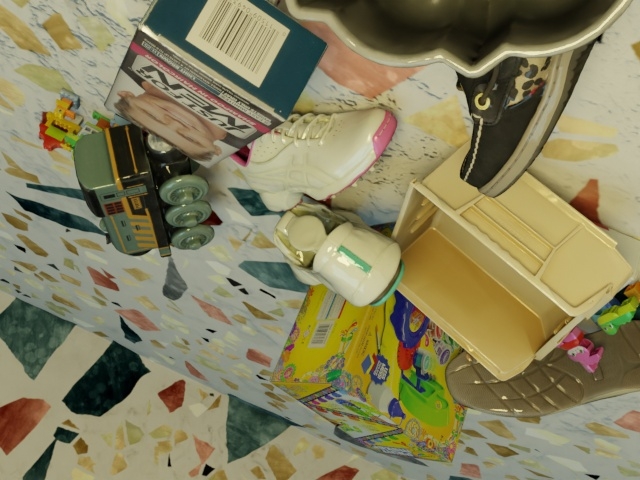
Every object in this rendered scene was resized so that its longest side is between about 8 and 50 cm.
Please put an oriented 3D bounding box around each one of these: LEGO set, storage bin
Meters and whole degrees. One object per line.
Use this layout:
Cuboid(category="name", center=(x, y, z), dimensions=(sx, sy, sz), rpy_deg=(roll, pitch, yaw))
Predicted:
Cuboid(category="LEGO set", center=(0.452, 0.119, 1.027), dimensions=(0.093, 0.087, 0.227), rpy_deg=(49, 143, 3))
Cuboid(category="storage bin", center=(0.229, 0.037, 0.965), dimensions=(0.260, 0.123, 0.262), rpy_deg=(42, 157, 15))

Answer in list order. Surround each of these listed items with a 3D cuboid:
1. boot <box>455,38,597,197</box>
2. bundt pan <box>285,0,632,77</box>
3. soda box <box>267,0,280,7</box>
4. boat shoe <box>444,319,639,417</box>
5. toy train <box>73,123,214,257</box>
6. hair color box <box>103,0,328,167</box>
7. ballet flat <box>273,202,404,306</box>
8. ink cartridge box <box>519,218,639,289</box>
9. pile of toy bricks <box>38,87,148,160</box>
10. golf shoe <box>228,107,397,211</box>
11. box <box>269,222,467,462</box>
Cuboid(category="boot", center=(0.107, -0.213, 0.677), dimensions=(0.284, 0.138, 0.377), rpy_deg=(19, 150, 7))
Cuboid(category="bundt pan", center=(0.097, -0.277, 0.457), dimensions=(0.330, 0.124, 0.331), rpy_deg=(6, 111, 16))
Cuboid(category="soda box", center=(-0.130, -0.322, 0.752), dimensions=(0.216, 0.069, 0.074), rpy_deg=(26, 154, -5))
Cuboid(category="boat shoe", center=(0.376, 0.217, 1.151), dimensions=(0.355, 0.132, 0.130), rpy_deg=(-6, 156, 4))
Cuboid(category="toy train", center=(-0.282, -0.073, 1.190), dimensions=(0.190, 0.142, 0.334), rpy_deg=(-12, 157, -11))
Cuboid(category="hair color box", center=(-0.144, -0.193, 0.871), dimensions=(0.173, 0.105, 0.347), rpy_deg=(31, 167, -17))
Cuboid(category="ballet flat", center=(0.000, 0.000, 1.078), dimensions=(0.139, 0.139, 0.400), rpy_deg=(33, 177, -16))
Cuboid(category="ink cartridge box", center=(0.360, 0.037, 1.015), dimensions=(0.109, 0.063, 0.150), rpy_deg=(23, 155, 4))
Cuboid(category="pile of toy bricks", center=(-0.377, -0.160, 1.215), dimensions=(0.212, 0.105, 0.118), rpy_deg=(26, 154, -5))
Cuboid(category="golf shoe", center=(-0.027, -0.125, 0.987), dimensions=(0.140, 0.115, 0.306), rpy_deg=(40, 149, -23))
Cuboid(category="box", center=(0.115, 0.173, 1.214), dimensions=(0.279, 0.290, 0.177), rpy_deg=(40, 149, -30))
